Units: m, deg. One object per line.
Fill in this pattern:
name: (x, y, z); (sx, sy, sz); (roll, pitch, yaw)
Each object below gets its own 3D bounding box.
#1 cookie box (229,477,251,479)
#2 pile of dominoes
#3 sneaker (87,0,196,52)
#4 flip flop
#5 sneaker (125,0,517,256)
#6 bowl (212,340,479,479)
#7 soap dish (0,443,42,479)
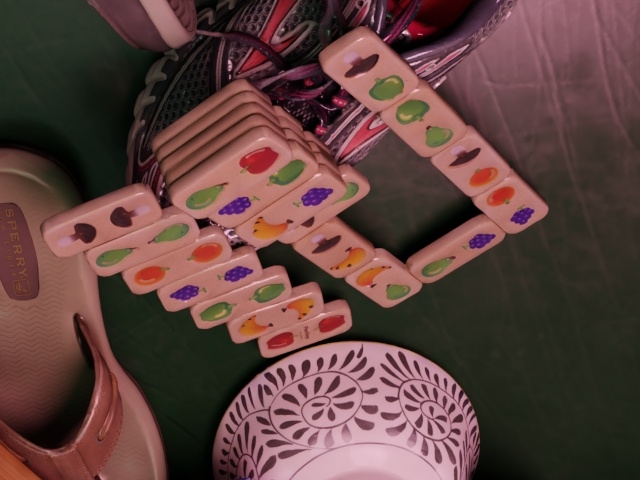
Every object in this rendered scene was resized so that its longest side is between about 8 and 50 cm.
cookie box: (-0.041, 0.193, 0.874); (0.107, 0.092, 0.040); (50, 58, -11)
pile of dominoes: (0.000, 0.000, 0.784); (0.196, 0.040, 0.251); (-33, 146, 16)
sneaker: (-0.166, -0.166, 0.751); (0.118, 0.083, 0.222); (-35, 103, 16)
flip flop: (-0.158, 0.080, 0.856); (0.112, 0.080, 0.277); (-8, 116, -1)
sneaker: (0.002, -0.098, 0.771); (0.121, 0.112, 0.299); (35, 108, -19)
bowl: (0.020, 0.153, 0.900); (0.170, 0.080, 0.170); (-3, 118, -5)
soap dish: (-0.210, 0.226, 0.862); (0.229, 0.118, 0.291); (-26, 117, 37)
